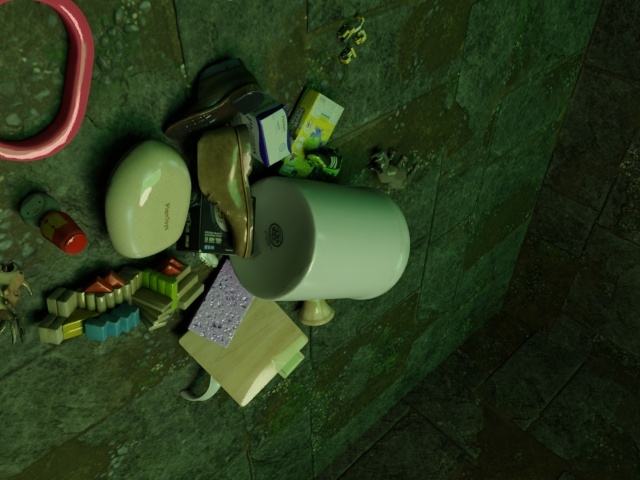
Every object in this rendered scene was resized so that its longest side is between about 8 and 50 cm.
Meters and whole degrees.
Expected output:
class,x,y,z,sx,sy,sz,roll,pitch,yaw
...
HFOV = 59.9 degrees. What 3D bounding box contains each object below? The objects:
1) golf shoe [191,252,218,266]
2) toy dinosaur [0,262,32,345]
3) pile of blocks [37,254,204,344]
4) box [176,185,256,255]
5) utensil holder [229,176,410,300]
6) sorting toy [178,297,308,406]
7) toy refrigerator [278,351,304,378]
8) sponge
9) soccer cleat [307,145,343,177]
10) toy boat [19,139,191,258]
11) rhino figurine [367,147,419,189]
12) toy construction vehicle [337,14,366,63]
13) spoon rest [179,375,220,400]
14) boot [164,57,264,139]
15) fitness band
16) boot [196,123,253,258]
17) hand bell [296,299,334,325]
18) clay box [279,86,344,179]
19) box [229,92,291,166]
class,x,y,z,sx,sy,sz,roll,pitch,yaw
golf shoe,-0.284,0.002,1.348,0.086,0.069,0.176,-53,149,-13
toy dinosaur,-0.651,0.192,1.012,0.295,0.127,0.200,-56,154,12
pile of blocks,-0.419,0.119,1.205,0.362,0.149,0.112,-23,136,-38
box,-0.239,-0.041,1.294,0.180,0.078,0.147,9,83,-55
utensil holder,0.000,0.000,1.467,0.386,0.328,0.327,4,116,-51
sorting toy,-0.215,0.272,1.540,0.257,0.089,0.255,-44,102,-16
toy refrigerator,-0.149,0.347,1.797,0.102,0.094,0.269,-46,145,-13
sponge,-0.249,0.164,1.468,0.117,0.031,0.210,31,79,-16
soccer cleat,0.013,-0.216,1.443,0.072,0.060,0.179,-68,161,1
toy boat,-0.401,-0.073,1.085,0.318,0.148,0.267,-27,144,-47
rhino figurine,0.226,-0.229,1.771,0.243,0.073,0.106,17,103,-54
toy construction vehicle,0.081,-0.497,1.382,0.098,0.035,0.086,-48,147,-9
spoon rest,-0.304,0.361,1.627,0.276,0.084,0.137,-57,147,6
boot,-0.231,-0.292,1.154,0.219,0.106,0.082,-23,160,3
fitness band,-0.475,-0.264,0.885,0.209,0.054,0.290,-10,128,-50
boot,-0.205,-0.098,1.212,0.115,0.112,0.304,-9,114,-14
hand bell,-0.029,0.141,1.784,0.126,0.126,0.241,-29,126,-34
clay box,-0.037,-0.266,1.423,0.127,0.053,0.221,12,111,-58
box,-0.138,-0.255,1.230,0.072,0.137,0.126,-36,143,-25
